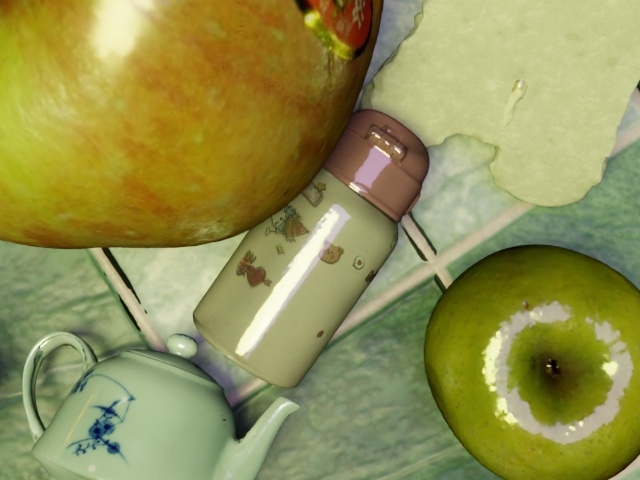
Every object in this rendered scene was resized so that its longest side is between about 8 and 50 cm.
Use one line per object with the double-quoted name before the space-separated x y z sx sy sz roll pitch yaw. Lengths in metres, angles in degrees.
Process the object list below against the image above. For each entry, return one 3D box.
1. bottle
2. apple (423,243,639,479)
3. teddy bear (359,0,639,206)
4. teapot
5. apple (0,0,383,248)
"bottle" 0.000 0.000 0.669 0.110 0.110 0.233 34 91 0
"apple" 0.180 0.100 0.657 0.196 0.157 0.197 0 85 -2
"teddy bear" 0.230 -0.287 0.719 0.327 0.376 0.362 23 43 0
"teapot" -0.139 0.143 0.650 0.231 0.159 0.159 16 85 11
"apple" -0.140 -0.183 0.572 0.399 0.333 0.401 0 89 18
